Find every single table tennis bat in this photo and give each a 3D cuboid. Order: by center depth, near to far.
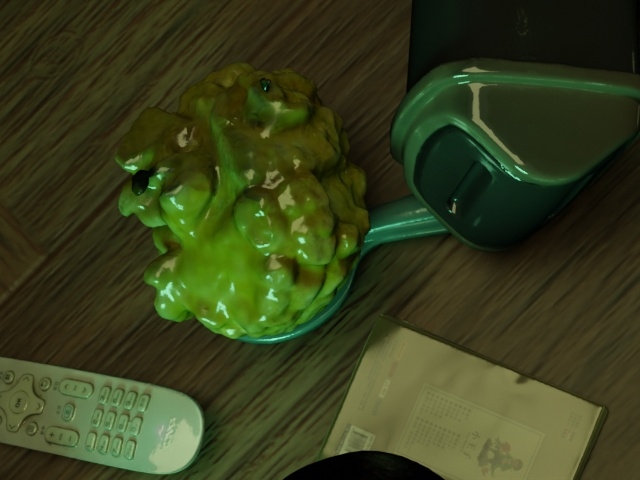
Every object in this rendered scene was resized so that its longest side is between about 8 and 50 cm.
[{"bbox_3d":[0.000,0.000,1.428,0.244,0.040,0.153,-14,72,17],"label":"table tennis bat"}]

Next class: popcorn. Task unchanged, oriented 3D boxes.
[{"bbox_3d":[-0.062,-0.029,1.349,0.189,0.169,0.218,-17,63,20],"label":"popcorn"}]

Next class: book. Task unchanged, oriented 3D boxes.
[{"bbox_3d":[0.108,0.155,1.369,0.199,0.016,0.138,23,85,20],"label":"book"}]

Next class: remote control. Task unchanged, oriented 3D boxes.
[{"bbox_3d":[-0.194,0.147,1.446,0.229,0.044,0.073,7,76,26],"label":"remote control"}]

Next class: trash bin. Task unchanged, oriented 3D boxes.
[{"bbox_3d":[0.149,-0.153,1.320,0.182,0.209,0.290,4,72,-7],"label":"trash bin"}]

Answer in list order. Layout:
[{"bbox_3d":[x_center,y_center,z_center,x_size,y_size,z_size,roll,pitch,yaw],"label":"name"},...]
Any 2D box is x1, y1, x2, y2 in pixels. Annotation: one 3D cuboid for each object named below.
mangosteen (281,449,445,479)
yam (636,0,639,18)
[{"bbox_3d":[0.047,0.258,1.260,0.243,0.243,0.243,-4,77,15],"label":"mangosteen"},{"bbox_3d":[0.339,-0.210,1.338,0.194,0.107,0.107,-31,71,6],"label":"yam"}]
